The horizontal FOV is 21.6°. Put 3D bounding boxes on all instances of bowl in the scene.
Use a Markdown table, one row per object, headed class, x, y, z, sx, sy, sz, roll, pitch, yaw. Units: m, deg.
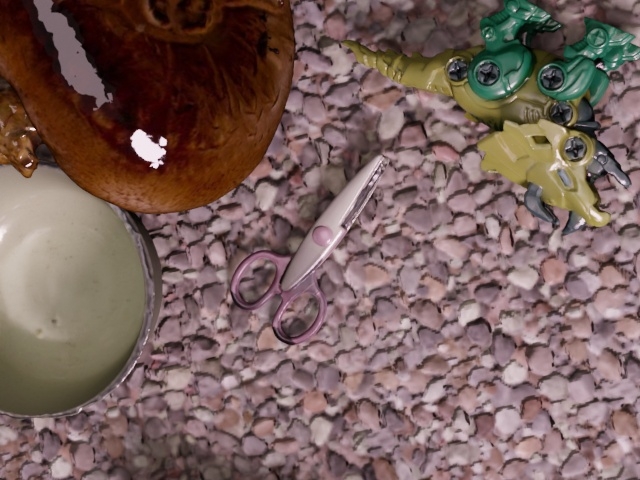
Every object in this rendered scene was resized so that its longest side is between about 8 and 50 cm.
| class | x | y | z | sx | sy | sz | roll | pitch | yaw |
| --- | --- | --- | --- | --- | --- | --- | --- | --- | --- |
| bowl | -0.220 | 0.036 | 1.371 | 0.212 | 0.112 | 0.211 | 1 | 94 | 13 |

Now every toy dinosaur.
| class | x | y | z | sx | sy | sz | roll | pitch | yaw |
| --- | --- | --- | --- | --- | --- | --- | --- | --- | --- |
| toy dinosaur | 0.140 | -0.125 | 1.297 | 0.259 | 0.094 | 0.153 | 33 | 96 | 18 |

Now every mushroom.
| class | x | y | z | sx | sy | sz | roll | pitch | yaw |
| --- | --- | --- | --- | --- | --- | --- | --- | --- | --- |
| mushroom | -0.148 | -0.161 | 1.274 | 0.278 | 0.163 | 0.297 | -41 | 100 | -20 |

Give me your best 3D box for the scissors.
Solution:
| class | x | y | z | sx | sy | sz | roll | pitch | yaw |
| --- | --- | --- | --- | --- | --- | --- | --- | --- | --- |
| scissors | 0.000 | 0.000 | 1.364 | 0.085 | 0.022 | 0.176 | 39 | 103 | 10 |
